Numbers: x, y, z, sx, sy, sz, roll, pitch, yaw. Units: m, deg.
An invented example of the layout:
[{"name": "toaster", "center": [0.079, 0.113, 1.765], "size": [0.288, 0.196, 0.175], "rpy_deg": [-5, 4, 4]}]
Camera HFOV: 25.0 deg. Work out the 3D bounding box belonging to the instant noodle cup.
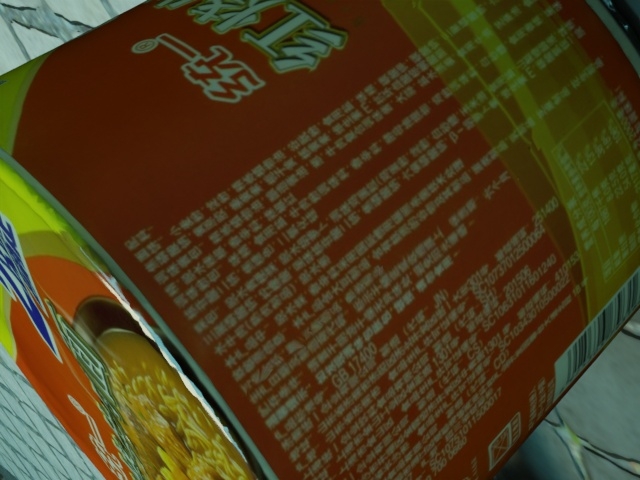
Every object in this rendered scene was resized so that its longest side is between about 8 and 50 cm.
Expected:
[{"name": "instant noodle cup", "center": [0.000, 0.000, 0.449], "size": [0.213, 0.174, 0.213], "rpy_deg": [44, 159, 22]}]
